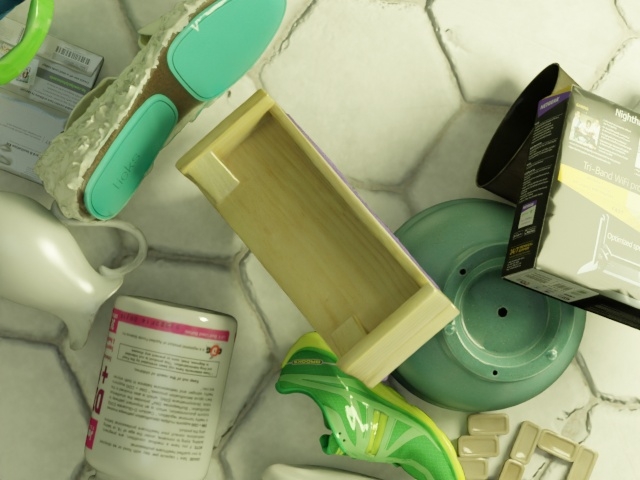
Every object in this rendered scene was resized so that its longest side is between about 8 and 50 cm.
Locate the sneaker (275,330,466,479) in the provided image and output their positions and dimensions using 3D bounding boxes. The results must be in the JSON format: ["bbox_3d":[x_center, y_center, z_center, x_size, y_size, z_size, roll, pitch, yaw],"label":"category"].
[{"bbox_3d":[0.063,0.248,1.787,0.295,0.109,0.123,40,76,4],"label":"sneaker"}]

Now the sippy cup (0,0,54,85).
[{"bbox_3d":[-0.485,-0.325,1.675,0.224,0.305,0.240,-46,131,6],"label":"sippy cup"}]

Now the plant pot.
[{"bbox_3d":[0.219,0.089,1.763,0.293,0.196,0.293,0,90,-7],"label":"plant pot"}]

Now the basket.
[{"bbox_3d":[0.350,-0.092,1.806,0.227,0.154,0.204,33,66,-11],"label":"basket"}]

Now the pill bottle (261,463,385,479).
[{"bbox_3d":[-0.006,0.479,1.730,0.204,0.204,0.360,11,89,-7],"label":"pill bottle"}]

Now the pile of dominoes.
[{"bbox_3d":[0.243,0.363,1.857,0.196,0.040,0.251,26,79,-6],"label":"pile of dominoes"}]

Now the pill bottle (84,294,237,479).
[{"bbox_3d":[-0.209,0.220,1.728,0.160,0.160,0.283,12,88,-7],"label":"pill bottle"}]

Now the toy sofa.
[{"bbox_3d":[0.000,0.000,1.682,0.150,0.177,0.362,-42,69,4],"label":"toy sofa"}]

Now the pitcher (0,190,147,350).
[{"bbox_3d":[-0.341,0.012,1.736,0.207,0.125,0.177,39,81,-15],"label":"pitcher"}]

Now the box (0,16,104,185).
[{"bbox_3d":[-0.382,-0.179,1.769,0.145,0.038,0.186,21,87,-7],"label":"box"}]

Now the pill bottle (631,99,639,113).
[{"bbox_3d":[0.510,-0.132,1.846,0.184,0.103,0.103,42,85,-5],"label":"pill bottle"}]

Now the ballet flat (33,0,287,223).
[{"bbox_3d":[-0.217,-0.203,1.740,0.147,0.147,0.409,41,75,-5],"label":"ballet flat"}]

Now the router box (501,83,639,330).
[{"bbox_3d":[0.394,-0.022,1.687,0.309,0.081,0.242,21,72,-18],"label":"router box"}]
